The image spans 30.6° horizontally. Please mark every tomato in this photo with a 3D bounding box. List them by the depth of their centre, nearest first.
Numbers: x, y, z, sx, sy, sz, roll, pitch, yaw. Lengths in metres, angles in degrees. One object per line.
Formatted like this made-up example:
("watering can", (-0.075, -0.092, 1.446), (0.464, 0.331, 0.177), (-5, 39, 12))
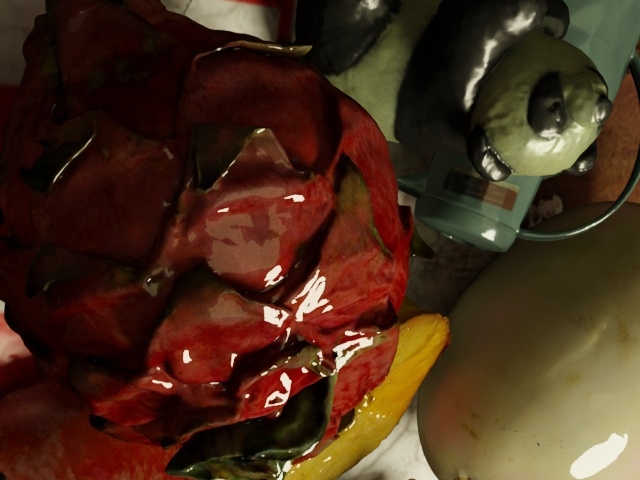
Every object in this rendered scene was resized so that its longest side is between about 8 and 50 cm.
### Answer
("tomato", (-0.146, 0.176, 0.737), (0.189, 0.099, 0.173), (-22, 119, -35))

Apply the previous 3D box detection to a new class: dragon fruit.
("dragon fruit", (-0.066, -0.009, 0.662), (0.244, 0.244, 0.298), (-30, 102, -33))

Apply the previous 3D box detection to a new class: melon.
("melon", (0.217, 0.098, 0.966), (0.317, 0.223, 0.223), (-41, 127, -30))

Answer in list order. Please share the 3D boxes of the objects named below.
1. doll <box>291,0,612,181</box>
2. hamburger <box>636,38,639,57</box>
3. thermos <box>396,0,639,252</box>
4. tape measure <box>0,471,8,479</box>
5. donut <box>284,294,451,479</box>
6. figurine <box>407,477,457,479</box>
("doll", (0.086, -0.122, 0.779), (0.143, 0.234, 0.135), (-22, 130, -65))
("hamburger", (0.358, -0.204, 0.973), (0.156, 0.245, 0.282), (-5, 127, -5))
("thermos", (0.173, -0.126, 0.897), (0.145, 0.182, 0.286), (41, 70, -83))
("tape measure", (-0.290, 0.160, 0.563), (0.245, 0.149, 0.231), (-54, 132, -18))
("donut", (0.003, 0.101, 0.839), (0.174, 0.074, 0.190), (-27, 149, -31))
("figurine", (0.065, 0.255, 0.908), (0.184, 0.208, 0.128), (17, 65, -16))
